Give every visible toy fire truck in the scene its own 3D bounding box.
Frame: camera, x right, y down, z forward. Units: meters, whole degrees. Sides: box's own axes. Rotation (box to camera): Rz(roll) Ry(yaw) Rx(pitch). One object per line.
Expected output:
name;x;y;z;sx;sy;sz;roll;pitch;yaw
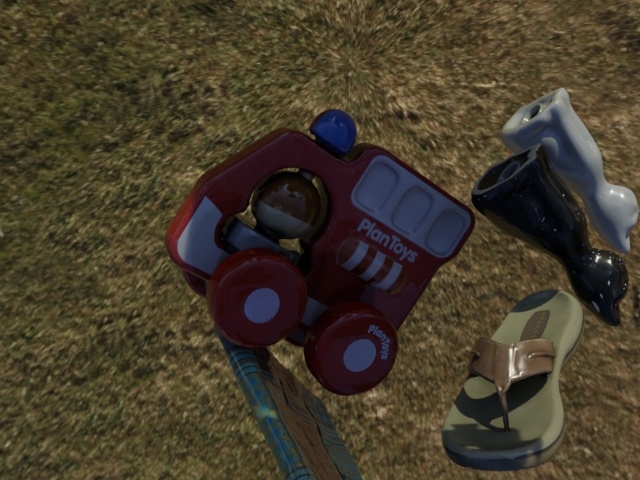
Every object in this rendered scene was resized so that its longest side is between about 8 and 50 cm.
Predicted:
toy fire truck;0.000;0.000;0.842;0.302;0.169;0.254;32;92;-27

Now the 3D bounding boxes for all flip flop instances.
flip flop;0.186;0.115;0.739;0.112;0.277;0.080;-5;117;34

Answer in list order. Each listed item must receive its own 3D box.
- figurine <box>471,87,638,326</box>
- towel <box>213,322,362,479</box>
figurine;0.283;-0.039;0.869;0.209;0.215;0.092;47;133;-12
towel;0.020;0.263;0.801;0.040;0.370;0.271;-33;141;1
